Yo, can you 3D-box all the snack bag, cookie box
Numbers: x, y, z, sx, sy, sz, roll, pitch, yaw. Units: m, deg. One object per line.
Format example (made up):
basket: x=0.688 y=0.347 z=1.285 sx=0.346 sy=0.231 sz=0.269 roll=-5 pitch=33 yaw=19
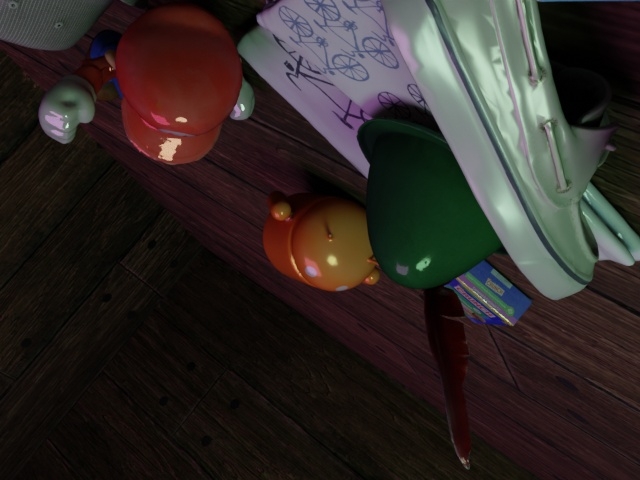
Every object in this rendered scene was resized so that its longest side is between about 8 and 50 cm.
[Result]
snack bag: x=0.069 y=-0.094 z=0.662 sx=0.323 sy=0.037 sz=0.342 roll=42 pitch=169 yaw=-19
cookie box: x=0.184 y=0.058 z=0.898 sx=0.091 sy=0.040 sz=0.107 roll=41 pitch=168 yaw=-7

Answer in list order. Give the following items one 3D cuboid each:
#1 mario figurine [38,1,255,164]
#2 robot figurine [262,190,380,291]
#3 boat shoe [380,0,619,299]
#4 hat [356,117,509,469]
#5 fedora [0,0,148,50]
mario figurine: x=-0.171 y=-0.142 z=0.784 sx=0.170 sy=0.198 sz=0.320 roll=53 pitch=175 yaw=-26
robot figurine: x=-0.002 y=-0.001 z=1.033 sx=0.219 sy=0.128 sz=0.158 roll=15 pitch=123 yaw=64
boat shoe: x=0.127 y=-0.067 z=0.443 sx=0.268 sy=0.088 sz=0.096 roll=54 pitch=-154 yaw=-32
hat: x=0.057 y=0.025 z=0.607 sx=0.173 sy=0.184 sz=0.208 roll=42 pitch=168 yaw=-23
fedora: x=-0.288 y=-0.264 z=0.678 sx=0.244 sy=0.124 sz=0.275 roll=46 pitch=-166 yaw=21
